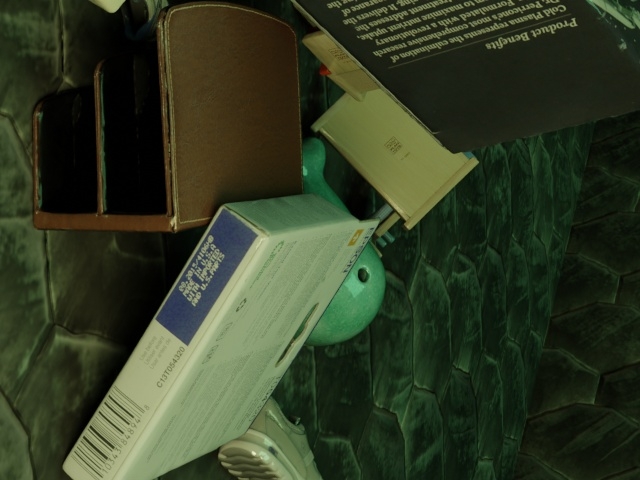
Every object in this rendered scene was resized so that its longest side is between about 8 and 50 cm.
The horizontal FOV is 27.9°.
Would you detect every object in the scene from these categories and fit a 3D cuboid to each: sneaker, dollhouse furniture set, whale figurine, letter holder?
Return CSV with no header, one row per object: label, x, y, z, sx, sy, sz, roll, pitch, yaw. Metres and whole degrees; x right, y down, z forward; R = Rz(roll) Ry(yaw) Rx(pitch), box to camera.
sneaker,-0.183,-0.265,1.306,0.058,0.052,0.135,-39,129,-56
dollhouse furniture set,0.063,-0.091,1.918,0.286,0.198,0.303,-44,179,-3
whale figurine,0.000,0.000,1.660,0.216,0.141,0.272,-9,92,-42
sneaker,-0.035,0.289,1.688,0.281,0.105,0.115,62,38,-52
dollhouse furniture set,0.075,-0.324,1.666,0.135,0.262,0.259,42,53,-39
letter holder,-0.144,-0.128,1.295,0.302,0.152,0.214,-15,106,-67

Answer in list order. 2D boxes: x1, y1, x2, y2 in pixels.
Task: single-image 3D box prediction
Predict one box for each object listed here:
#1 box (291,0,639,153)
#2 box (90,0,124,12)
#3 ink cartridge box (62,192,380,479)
box,0.159,-0.431,1.366,0.472,0.297,0.480,39,54,-39
box,-0.224,-0.310,1.015,0.127,0.148,0.232,-52,152,-5
ink cartridge box,-0.094,0.099,1.367,0.324,0.071,0.330,-58,165,14
